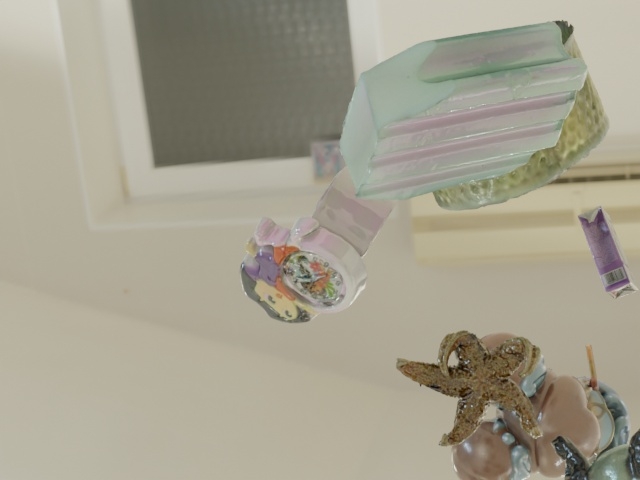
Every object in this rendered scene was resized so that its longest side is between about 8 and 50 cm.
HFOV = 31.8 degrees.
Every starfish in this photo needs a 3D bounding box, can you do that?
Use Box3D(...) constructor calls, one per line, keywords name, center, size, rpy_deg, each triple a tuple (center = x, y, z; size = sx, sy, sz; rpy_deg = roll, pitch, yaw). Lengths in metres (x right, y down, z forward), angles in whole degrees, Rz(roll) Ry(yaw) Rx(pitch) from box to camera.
Box3D(name="starfish", center=(0.186, 0.186, 1.403), size=(0.190, 0.146, 0.074), rpy_deg=(6, 174, 3))

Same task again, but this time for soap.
Box3D(name="soap", center=(0.132, -0.130, 1.120), size=(0.230, 0.145, 0.091), rpy_deg=(-11, -126, -20))

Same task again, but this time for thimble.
Box3D(name="thimble", center=(0.243, -0.171, 1.513), size=(0.271, 0.150, 0.271), rpy_deg=(-26, -161, 9))

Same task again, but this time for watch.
Box3D(name="watch", center=(0.000, 0.000, 1.802), size=(0.196, 0.244, 0.231), rpy_deg=(31, -132, 1))

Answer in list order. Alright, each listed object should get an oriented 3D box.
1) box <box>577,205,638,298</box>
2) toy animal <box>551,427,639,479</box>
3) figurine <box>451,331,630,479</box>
Box3D(name="box", center=(0.379, 0.016, 1.482), size=(0.036, 0.117, 0.050), rpy_deg=(-25, 153, 20))
Box3D(name="toy animal", center=(0.345, 0.284, 1.332), size=(0.225, 0.094, 0.121), rpy_deg=(-34, -146, 35))
Box3D(name="figurine", center=(0.403, 0.314, 2.011), size=(0.248, 0.277, 0.388), rpy_deg=(5, 175, 24))
